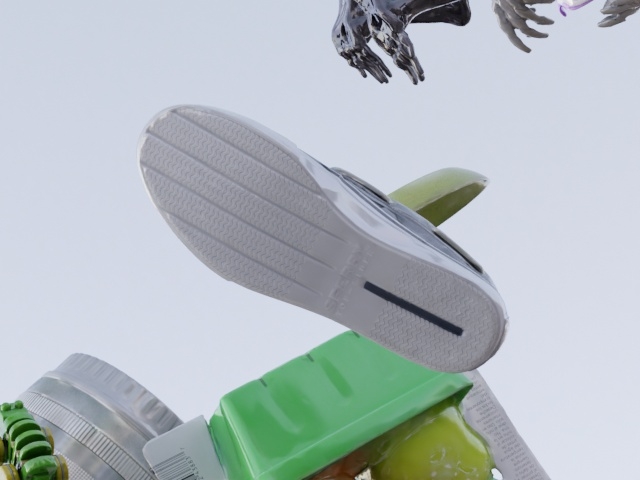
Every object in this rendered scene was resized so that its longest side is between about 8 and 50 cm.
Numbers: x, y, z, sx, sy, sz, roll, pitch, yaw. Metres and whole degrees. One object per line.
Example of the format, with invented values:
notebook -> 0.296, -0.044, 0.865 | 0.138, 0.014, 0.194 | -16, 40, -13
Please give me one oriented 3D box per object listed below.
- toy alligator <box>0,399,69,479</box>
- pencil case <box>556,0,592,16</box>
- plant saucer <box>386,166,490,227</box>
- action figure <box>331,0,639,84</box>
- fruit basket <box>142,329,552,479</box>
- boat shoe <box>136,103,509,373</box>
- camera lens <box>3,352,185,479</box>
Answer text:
toy alligator -> -0.262, 0.165, 1.586 | 0.056, 0.190, 0.051 | -7, -51, -28
pencil case -> 0.209, -0.317, 1.755 | 0.088, 0.086, 0.206 | -37, -71, 13
plant saucer -> 0.080, -0.019, 2.072 | 0.241, 0.037, 0.241 | -31, -8, -5
action figure -> 0.139, -0.194, 1.231 | 0.275, 0.141, 0.164 | -34, 6, -16
fruit basket -> 0.060, 0.262, 1.647 | 0.327, 0.353, 0.165 | -28, -10, -25
boat shoe -> 0.000, 0.000, 1.498 | 0.121, 0.335, 0.119 | -56, 1, 12
camera lens -> -0.264, 0.277, 1.833 | 0.274, 0.219, 0.219 | -50, -23, -22
